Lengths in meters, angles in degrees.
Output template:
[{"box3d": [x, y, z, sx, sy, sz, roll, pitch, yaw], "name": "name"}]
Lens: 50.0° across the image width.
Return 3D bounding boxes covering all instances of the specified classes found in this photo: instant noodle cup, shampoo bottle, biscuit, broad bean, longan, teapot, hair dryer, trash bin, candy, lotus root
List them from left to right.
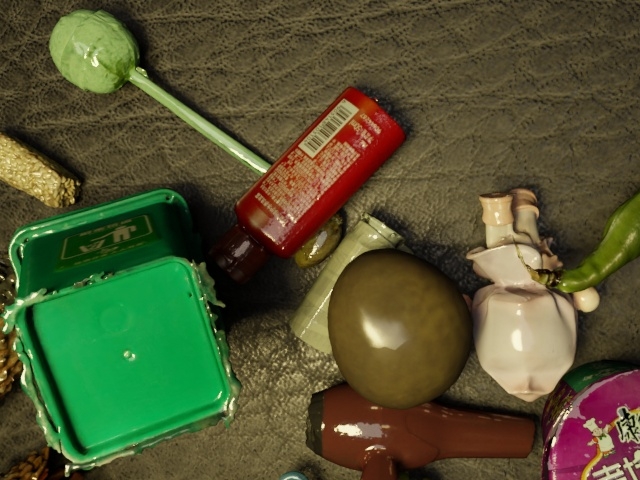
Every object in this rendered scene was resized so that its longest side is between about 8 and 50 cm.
[{"box3d": [-0.452, -0.110, 1.060, 0.168, 0.082, 0.070, 29, 98, 8], "name": "biscuit"}, {"box3d": [-0.241, 0.111, 0.852, 0.259, 0.381, 0.295, -17, 103, -13], "name": "trash bin"}, {"box3d": [-0.205, -0.196, 1.018, 0.440, 0.119, 0.119, 34, 96, 1], "name": "candy"}, {"box3d": [-0.024, -0.072, 0.964, 0.118, 0.076, 0.314, 43, 89, 15], "name": "shampoo bottle"}, {"box3d": [0.000, 0.000, 0.996, 0.049, 0.054, 0.099, 43, 94, -12], "name": "lotus root"}, {"box3d": [0.052, 0.066, 0.979, 0.107, 0.077, 0.200, 32, 97, -16], "name": "teapot"}, {"box3d": [0.101, 0.113, 0.873, 0.198, 0.198, 0.212, -15, 123, 10], "name": "longan"}, {"box3d": [0.119, 0.325, 0.857, 0.313, 0.340, 0.123, 7, 126, 4], "name": "hair dryer"}, {"box3d": [0.377, -0.017, 0.861, 0.318, 0.056, 0.098, -23, 102, -26], "name": "broad bean"}, {"box3d": [0.392, 0.263, 0.862, 0.251, 0.190, 0.251, 0, 92, 10], "name": "instant noodle cup"}]

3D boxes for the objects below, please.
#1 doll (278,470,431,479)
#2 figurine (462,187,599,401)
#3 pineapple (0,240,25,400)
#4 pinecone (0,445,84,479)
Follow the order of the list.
[{"box3d": [0.030, 0.478, 0.985, 0.346, 0.099, 0.341, -22, 96, 3], "name": "doll"}, {"box3d": [0.264, 0.069, 0.909, 0.200, 0.133, 0.275, -7, 90, 16], "name": "figurine"}, {"box3d": [-0.493, 0.125, 1.031, 0.362, 0.202, 0.202, -45, 83, -6], "name": "pineapple"}, {"box3d": [-0.417, 0.443, 0.987, 0.264, 0.264, 0.264, 0, 91, 10], "name": "pinecone"}]
